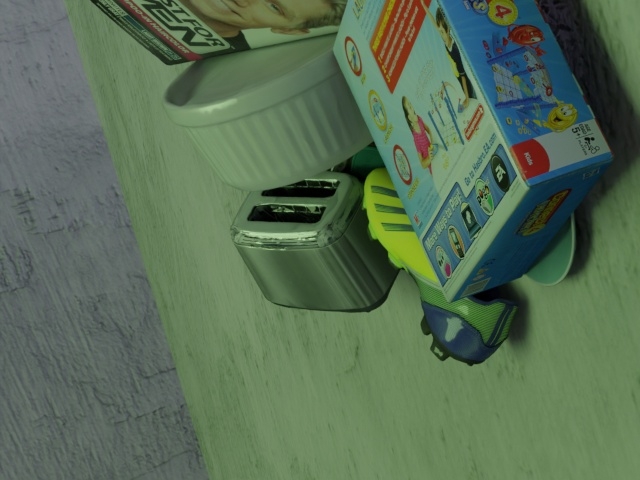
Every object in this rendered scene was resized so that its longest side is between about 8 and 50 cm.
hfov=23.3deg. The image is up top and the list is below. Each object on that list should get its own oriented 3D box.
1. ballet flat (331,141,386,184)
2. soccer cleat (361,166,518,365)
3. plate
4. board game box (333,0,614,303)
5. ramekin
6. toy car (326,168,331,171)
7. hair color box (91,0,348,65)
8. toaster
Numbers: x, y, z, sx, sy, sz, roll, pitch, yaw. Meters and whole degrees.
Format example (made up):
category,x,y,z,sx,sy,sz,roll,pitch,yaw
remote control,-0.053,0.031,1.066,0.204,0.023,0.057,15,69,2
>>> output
category,x,y,z,sx,sy,sz,roll,pitch,yaw
ballet flat,0.052,-0.095,1.894,0.213,0.072,0.068,114,164,-63
soccer cleat,0.136,0.008,1.717,0.121,0.093,0.289,-54,43,30
plate,0.206,-0.048,1.512,0.188,0.024,0.188,164,90,-72
board game box,0.128,-0.134,1.450,0.308,0.086,0.302,113,136,-68
ramekin,-0.033,-0.163,1.759,0.127,0.273,0.273,64,167,-22
toy car,-0.034,-0.203,2.006,0.239,0.053,0.225,-133,36,-77
hair color box,-0.095,-0.300,1.700,0.347,0.105,0.174,-5,146,44
toaster,0.000,0.000,1.881,0.227,0.129,0.146,4,143,38
